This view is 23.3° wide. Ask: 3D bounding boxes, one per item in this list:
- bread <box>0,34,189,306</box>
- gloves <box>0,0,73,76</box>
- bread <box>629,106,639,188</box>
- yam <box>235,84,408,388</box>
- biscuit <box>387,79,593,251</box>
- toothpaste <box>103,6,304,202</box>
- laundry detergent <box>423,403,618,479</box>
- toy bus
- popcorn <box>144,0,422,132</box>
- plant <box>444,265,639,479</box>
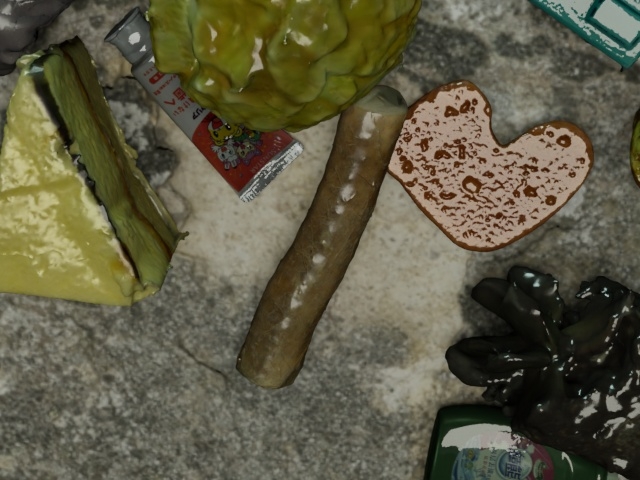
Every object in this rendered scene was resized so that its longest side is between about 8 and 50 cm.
[{"bbox_3d":[-0.229,-0.078,1.555,0.198,0.263,0.236,5,104,-3],"label":"bread"},{"bbox_3d":[-0.329,-0.250,1.601,0.285,0.119,0.142,-40,69,14],"label":"gloves"},{"bbox_3d":[0.394,-0.118,1.552,0.181,0.222,0.096,-34,98,18],"label":"bread"},{"bbox_3d":[0.000,0.000,1.648,0.081,0.081,0.357,20,109,-4],"label":"yam"},{"bbox_3d":[0.178,-0.092,1.653,0.186,0.036,0.192,-41,98,14],"label":"biscuit"},{"bbox_3d":[-0.128,-0.148,1.645,0.089,0.057,0.234,-43,107,8],"label":"toothpaste"},{"bbox_3d":[0.225,0.258,1.733,0.211,0.063,0.137,10,106,-4],"label":"laundry detergent"},{"bbox_3d":[0.276,-0.245,1.586,0.160,0.092,0.079,34,104,-7],"label":"toy bus"},{"bbox_3d":[-0.039,-0.236,1.522,0.282,0.247,0.282,4,105,14],"label":"popcorn"},{"bbox_3d":[0.286,0.130,1.638,0.276,0.199,0.188,26,97,-9],"label":"plant"}]
